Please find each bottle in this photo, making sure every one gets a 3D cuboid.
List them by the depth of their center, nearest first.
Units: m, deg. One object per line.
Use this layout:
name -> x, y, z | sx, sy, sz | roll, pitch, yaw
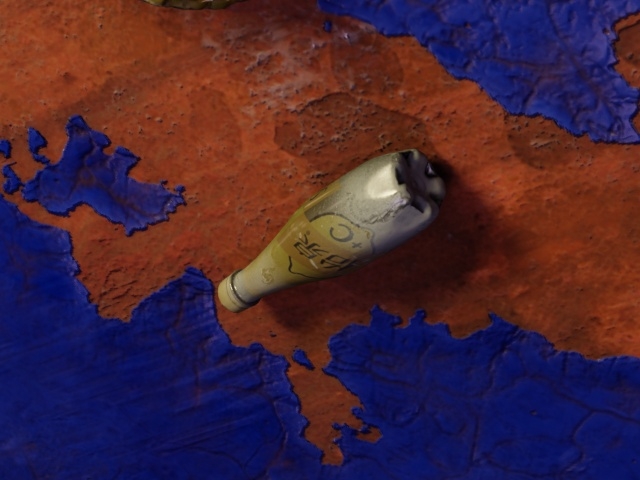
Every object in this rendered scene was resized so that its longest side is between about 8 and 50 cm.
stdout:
bottle -> 0.000, 0.000, 1.819 | 0.269, 0.083, 0.083 | -30, 109, 37

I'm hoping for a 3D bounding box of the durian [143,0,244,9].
durian -> -0.187, -0.257, 1.644 | 0.305, 0.195, 0.185 | 24, 122, 6
